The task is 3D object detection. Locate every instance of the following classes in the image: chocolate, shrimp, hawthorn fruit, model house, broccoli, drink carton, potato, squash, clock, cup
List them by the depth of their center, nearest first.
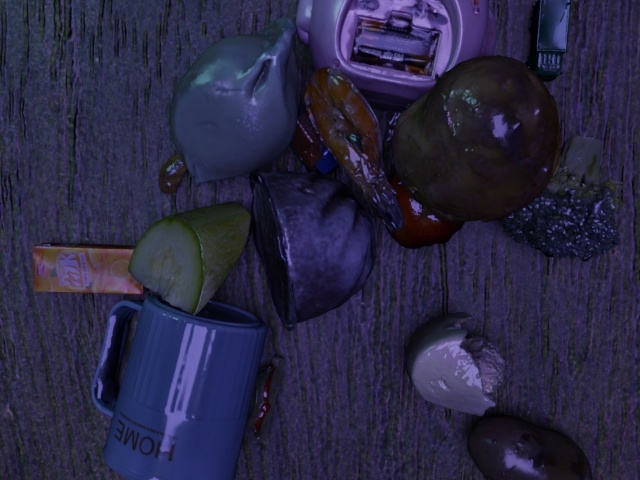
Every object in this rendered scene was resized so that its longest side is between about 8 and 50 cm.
[{"bbox_3d":[0.274,-0.145,1.156,0.301,0.237,0.288,-40,115,2],"label":"potato"},{"bbox_3d":[0.073,-0.162,1.259,0.062,0.164,0.316,-31,92,-23],"label":"shrimp"},{"bbox_3d":[0.147,-0.432,1.307,0.369,0.250,0.376,11,95,0],"label":"clock"},{"bbox_3d":[0.000,0.000,1.344,0.213,0.303,0.303,-13,95,-14],"label":"chocolate"},{"bbox_3d":[-0.221,0.019,1.364,0.237,0.155,0.204,25,96,39],"label":"squash"},{"bbox_3d":[0.466,-0.087,1.382,0.247,0.263,0.243,40,67,-34],"label":"broccoli"},{"bbox_3d":[-0.003,-0.194,1.384,0.119,0.148,0.148,-36,96,6],"label":"model house"},{"bbox_3d":[0.189,-0.079,1.385,0.169,0.169,0.188,-27,95,4],"label":"hawthorn fruit"},{"bbox_3d":[-0.269,0.272,1.408,0.257,0.331,0.311,13,94,-33],"label":"cup"},{"bbox_3d":[0.412,0.442,1.422,0.262,0.165,0.164,23,95,-7],"label":"potato"},{"bbox_3d":[-0.297,-0.136,1.449,0.047,0.045,0.092,26,100,-31],"label":"potato"},{"bbox_3d":[-0.459,0.056,1.456,0.223,0.071,0.096,2,96,1],"label":"drink carton"}]

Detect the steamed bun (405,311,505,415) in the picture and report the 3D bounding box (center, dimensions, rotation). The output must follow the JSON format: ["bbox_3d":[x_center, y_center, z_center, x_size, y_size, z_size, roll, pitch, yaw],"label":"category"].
[{"bbox_3d":[0.268,0.229,1.373,0.200,0.225,0.170,17,95,2],"label":"steamed bun"}]

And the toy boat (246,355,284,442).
[{"bbox_3d":[-0.123,0.325,1.470,0.071,0.089,0.184,9,96,-43],"label":"toy boat"}]

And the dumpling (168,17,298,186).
[{"bbox_3d":[-0.161,-0.264,1.313,0.321,0.212,0.269,-17,80,18],"label":"dumpling"}]

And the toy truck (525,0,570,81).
[{"bbox_3d":[0.437,-0.384,1.390,0.065,0.079,0.147,3,97,1],"label":"toy truck"}]
